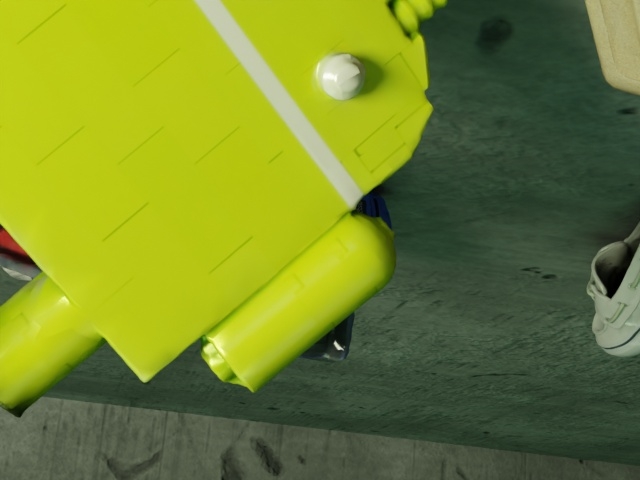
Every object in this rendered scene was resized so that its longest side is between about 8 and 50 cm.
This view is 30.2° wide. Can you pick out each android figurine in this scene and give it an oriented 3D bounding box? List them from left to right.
[{"bbox_3d":[-0.062,-0.056,0.498,0.248,0.273,0.056,54,173,-23],"label":"android figurine"}]

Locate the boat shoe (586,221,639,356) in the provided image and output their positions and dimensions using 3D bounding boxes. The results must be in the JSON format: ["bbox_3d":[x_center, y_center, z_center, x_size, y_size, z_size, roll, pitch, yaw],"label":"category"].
[{"bbox_3d":[0.260,0.028,0.982,0.075,0.083,0.226,18,152,-1],"label":"boat shoe"}]

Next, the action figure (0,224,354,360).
[{"bbox_3d":[-0.127,-0.054,0.651,0.341,0.179,0.330,14,177,34],"label":"action figure"}]

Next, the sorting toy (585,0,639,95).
[{"bbox_3d":[0.132,-0.093,0.401,0.307,0.041,0.229,22,165,32],"label":"sorting toy"}]

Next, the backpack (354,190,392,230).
[{"bbox_3d":[0.000,0.000,0.903,0.120,0.098,0.101,16,157,-29],"label":"backpack"}]
